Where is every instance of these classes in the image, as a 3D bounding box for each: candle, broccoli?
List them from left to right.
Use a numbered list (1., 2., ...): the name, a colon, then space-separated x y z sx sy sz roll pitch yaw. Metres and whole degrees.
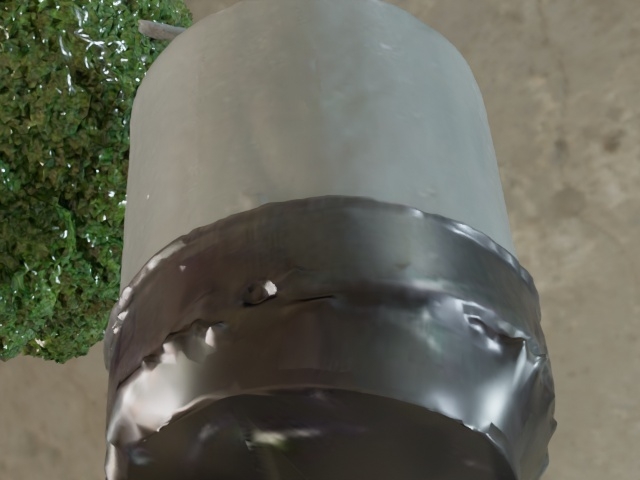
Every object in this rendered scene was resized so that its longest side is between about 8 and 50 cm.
1. broccoli: -0.212 -0.087 1.004 0.310 0.413 0.321 37 117 -17
2. candle: 0.000 0.000 0.728 0.221 0.221 0.343 12 44 -14
